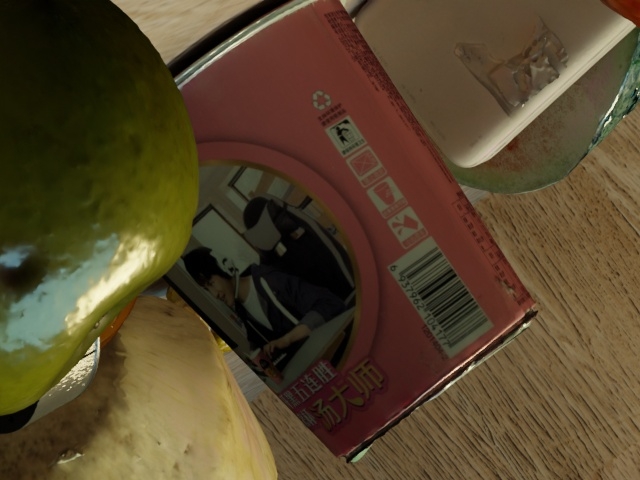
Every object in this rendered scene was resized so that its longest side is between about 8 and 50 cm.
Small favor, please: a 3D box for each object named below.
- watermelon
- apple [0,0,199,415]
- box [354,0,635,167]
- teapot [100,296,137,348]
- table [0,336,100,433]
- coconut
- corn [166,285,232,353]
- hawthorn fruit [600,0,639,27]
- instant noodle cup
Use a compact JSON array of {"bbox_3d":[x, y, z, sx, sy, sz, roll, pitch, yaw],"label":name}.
[{"bbox_3d":[0.188,-0.157,1.422,0.175,0.188,0.322,-29,175,-33],"label":"watermelon"},{"bbox_3d":[-0.143,-0.017,0.756,0.196,0.157,0.196,-44,180,0],"label":"apple"},{"bbox_3d":[0.146,-0.180,1.243,0.285,0.142,0.044,-43,171,36],"label":"box"},{"bbox_3d":[-0.178,0.033,1.279,0.098,0.078,0.129,9,-140,38],"label":"teapot"},{"bbox_3d":[-0.179,0.036,0.995,0.043,0.133,0.133,-30,170,-40],"label":"table"},{"bbox_3d":[-0.186,0.209,1.425,0.353,0.352,0.352,-38,173,-5],"label":"coconut"},{"bbox_3d":[-0.083,0.055,1.799,0.097,0.097,0.262,-41,174,17],"label":"corn"},{"bbox_3d":[0.273,-0.242,1.021,0.287,0.287,0.330,-42,179,30],"label":"hawthorn fruit"},{"bbox_3d":[0.000,0.000,1.208,0.244,0.255,0.244,-38,176,-3],"label":"instant noodle cup"}]
